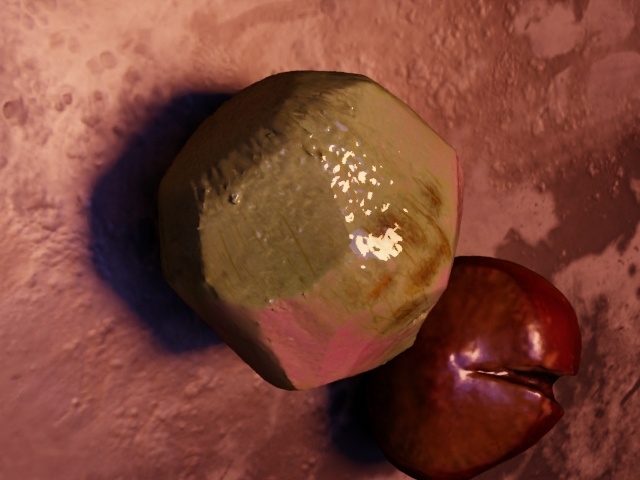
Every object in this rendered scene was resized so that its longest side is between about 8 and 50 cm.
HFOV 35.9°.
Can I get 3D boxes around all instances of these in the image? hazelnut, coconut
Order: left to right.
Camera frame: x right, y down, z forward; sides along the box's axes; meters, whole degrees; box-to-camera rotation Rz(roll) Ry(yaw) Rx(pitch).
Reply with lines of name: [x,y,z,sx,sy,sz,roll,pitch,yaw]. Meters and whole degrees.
coconut: [0.000,0.000,0.723,0.236,0.205,0.235,9,76,-40]
hazelnut: [0.123,0.111,0.853,0.178,0.178,0.203,21,92,-33]
